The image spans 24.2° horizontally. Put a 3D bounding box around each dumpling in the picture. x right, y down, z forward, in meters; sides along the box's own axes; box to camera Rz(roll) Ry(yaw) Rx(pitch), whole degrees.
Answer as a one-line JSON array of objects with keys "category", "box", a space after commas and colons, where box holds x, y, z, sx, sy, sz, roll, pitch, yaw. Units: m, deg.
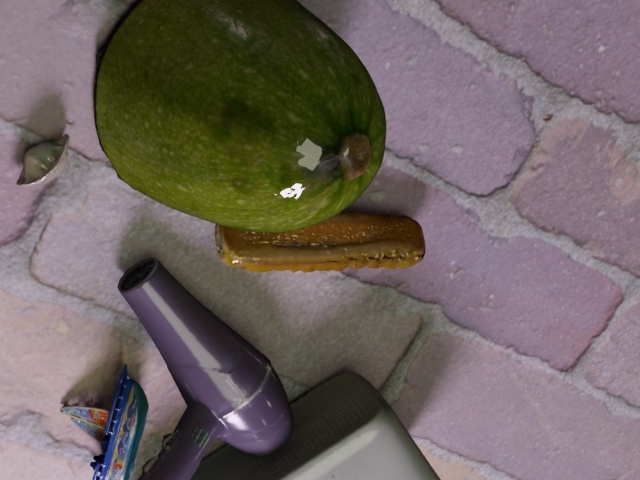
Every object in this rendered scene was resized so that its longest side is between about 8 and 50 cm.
[{"category": "dumpling", "box": [-0.317, -0.088, 1.725, 0.077, 0.059, 0.043, -25, 111, -16]}]

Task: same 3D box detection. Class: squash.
[{"category": "squash", "box": [-0.074, -0.118, 1.672, 0.310, 0.309, 0.310, -10, 119, -19]}]

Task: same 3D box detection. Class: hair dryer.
[{"category": "hair dryer", "box": [-0.202, 0.233, 1.825, 0.301, 0.121, 0.361, 53, 53, -26]}]

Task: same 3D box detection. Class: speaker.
[{"category": "speaker", "box": [-0.051, 0.361, 1.995, 0.406, 0.183, 0.184, -32, 118, -6]}]

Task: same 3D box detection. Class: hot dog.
[{"category": "hot dog", "box": [0.000, 0.001, 1.904, 0.289, 0.068, 0.083, 2, 78, -26]}]

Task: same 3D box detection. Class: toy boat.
[{"category": "toy boat", "box": [-0.279, 0.234, 1.895, 0.110, 0.091, 0.175, 17, 105, -1]}]
